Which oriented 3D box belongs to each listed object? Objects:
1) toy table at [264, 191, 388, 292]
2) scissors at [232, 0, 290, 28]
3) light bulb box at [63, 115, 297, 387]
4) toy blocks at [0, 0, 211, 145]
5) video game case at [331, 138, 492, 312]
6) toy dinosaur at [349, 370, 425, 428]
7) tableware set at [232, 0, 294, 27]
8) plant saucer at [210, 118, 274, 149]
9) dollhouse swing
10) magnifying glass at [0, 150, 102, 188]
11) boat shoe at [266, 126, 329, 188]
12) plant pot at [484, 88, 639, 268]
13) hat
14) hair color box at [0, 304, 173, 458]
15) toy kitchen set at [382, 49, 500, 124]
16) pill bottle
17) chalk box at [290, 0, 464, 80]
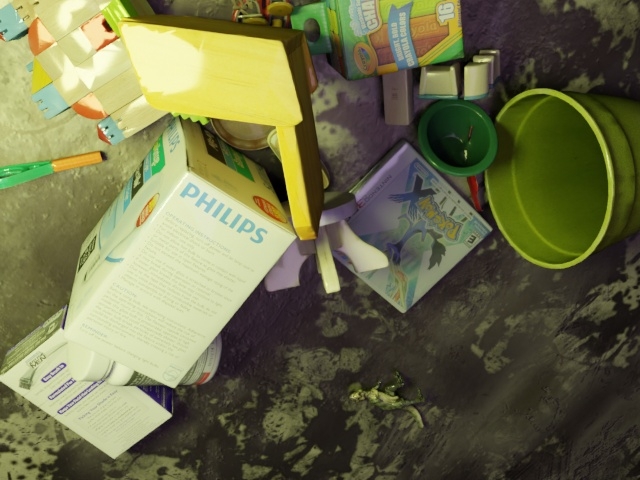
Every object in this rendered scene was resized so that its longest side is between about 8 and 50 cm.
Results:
[{"bbox_3d":[0.000,0.000,1.296,0.252,0.274,0.160,-10,100,9],"label":"toy table"},{"bbox_3d":[-0.096,-0.515,1.188,0.109,0.021,0.297,5,114,-13],"label":"scissors"},{"bbox_3d":[-0.268,0.003,1.209,0.225,0.358,0.361,33,104,-27],"label":"light bulb box"},{"bbox_3d":[-0.399,-0.315,1.123,0.261,0.190,0.381,-28,110,12],"label":"toy blocks"},{"bbox_3d":[0.191,-0.022,1.489,0.300,0.036,0.329,-45,117,11],"label":"video game case"},{"bbox_3d":[0.201,0.415,1.696,0.268,0.064,0.118,27,121,-24],"label":"toy dinosaur"},{"bbox_3d":[-0.097,-0.412,1.153,0.104,0.154,0.024,-3,82,6],"label":"tableware set"},{"bbox_3d":[-0.139,-0.265,1.293,0.168,0.029,0.168,-6,117,-12],"label":"plant saucer"},{"bbox_3d":[-0.138,-0.194,1.061,0.315,0.347,0.305,7,111,0],"label":"dollhouse swing"},{"bbox_3d":[-0.538,-0.136,1.239,0.231,0.092,0.026,-17,116,-16],"label":"magnifying glass"},{"bbox_3d":[-0.040,-0.154,1.331,0.068,0.072,0.190,-44,131,10],"label":"boat shoe"},{"bbox_3d":[0.605,-0.155,1.374,0.353,0.366,0.366,-12,119,-21],"label":"plant pot"},{"bbox_3d":[0.288,-0.183,1.439,0.173,0.183,0.208,-6,74,-5],"label":"hat"},{"bbox_3d":[-0.516,0.323,1.452,0.185,0.110,0.339,-37,120,7],"label":"hair color box"},{"bbox_3d":[0.255,-0.320,1.343,0.207,0.166,0.122,7,120,24],"label":"toy kitchen set"},{"bbox_3d":[-0.367,0.224,1.360,0.283,0.161,0.161,10,115,-40],"label":"pill bottle"},{"bbox_3d":[0.093,-0.410,1.191,0.289,0.179,0.180,-15,117,-6],"label":"chalk box"}]
